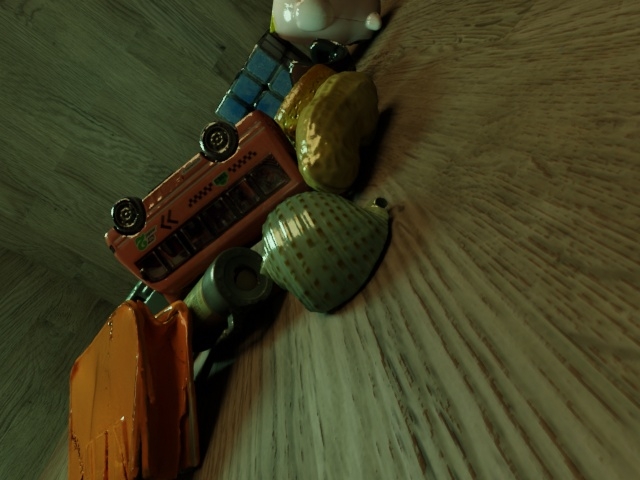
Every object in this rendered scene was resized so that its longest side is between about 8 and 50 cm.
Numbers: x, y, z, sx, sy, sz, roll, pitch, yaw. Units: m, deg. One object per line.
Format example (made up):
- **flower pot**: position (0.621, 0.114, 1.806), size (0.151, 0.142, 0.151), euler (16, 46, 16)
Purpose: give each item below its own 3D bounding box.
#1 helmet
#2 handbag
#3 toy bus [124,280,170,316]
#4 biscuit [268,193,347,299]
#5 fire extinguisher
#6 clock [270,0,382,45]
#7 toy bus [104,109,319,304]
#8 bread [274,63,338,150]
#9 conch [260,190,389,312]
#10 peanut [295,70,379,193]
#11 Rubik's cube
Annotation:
- **helmet**: position (0.004, -0.452, 1.161), size (0.215, 0.193, 0.189), euler (-22, 31, 43)
- **handbag**: position (-0.358, 0.306, 0.763), size (0.410, 0.116, 0.304), euler (-38, 56, 39)
- **toy bus**: position (-0.500, 0.149, 1.383), size (0.344, 0.183, 0.199), euler (-54, 14, -1)
- **biscuit**: position (-0.049, 0.018, 0.776), size (0.280, 0.043, 0.183), euler (-45, 19, 18)
- **fire extinguisher**: position (-0.229, 0.167, 0.802), size (0.376, 0.113, 0.200), euler (-41, 24, 48)
- **clock**: position (0.028, -0.831, 1.438), size (0.368, 0.376, 0.251), euler (-85, 4, -54)
- **toy bus**: position (-0.222, -0.064, 0.883), size (0.426, 0.233, 0.203), euler (-37, -4, 10)
- **bread**: position (-0.013, -0.303, 1.010), size (0.268, 0.145, 0.268), euler (-52, 4, 5)
- **conch**: position (-0.010, -0.004, 0.572), size (0.200, 0.131, 0.172), euler (-49, 20, 20)
- **peanut**: position (0.032, -0.207, 0.771), size (0.147, 0.147, 0.306), euler (-34, 22, 45)
- **Rubik's cube**: position (-0.163, -0.547, 1.535), size (0.301, 0.305, 0.304), euler (-45, 24, 30)
